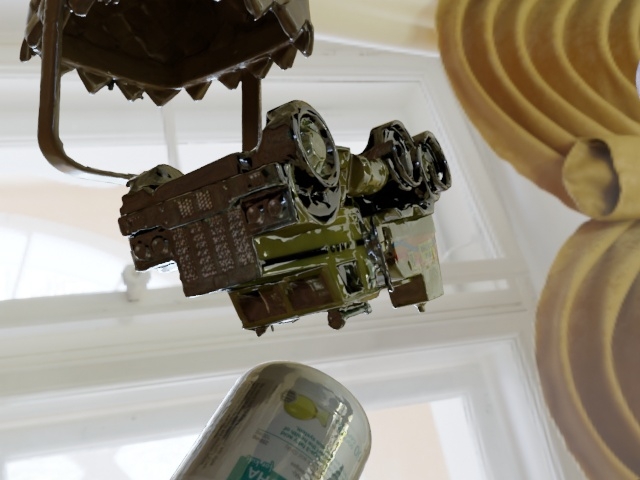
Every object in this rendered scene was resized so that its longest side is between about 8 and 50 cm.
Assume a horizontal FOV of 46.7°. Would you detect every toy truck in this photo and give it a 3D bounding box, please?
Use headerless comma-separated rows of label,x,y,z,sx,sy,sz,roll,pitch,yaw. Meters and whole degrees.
toy truck,-0.002,-0.004,0.474,0.127,0.257,0.127,-16,-98,26

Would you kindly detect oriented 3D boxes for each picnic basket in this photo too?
picnic basket,-0.162,-0.210,0.782,0.291,0.254,0.321,-8,-102,42

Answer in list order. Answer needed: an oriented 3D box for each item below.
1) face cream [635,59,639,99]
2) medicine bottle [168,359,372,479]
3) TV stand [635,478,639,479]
face cream,0.307,-0.087,0.440,0.206,0.206,0.111,121,-37,-60
medicine bottle,-0.054,0.211,0.585,0.215,0.135,0.135,-55,166,-44
TV stand,0.280,0.182,0.529,0.256,0.040,0.049,96,-23,-65
